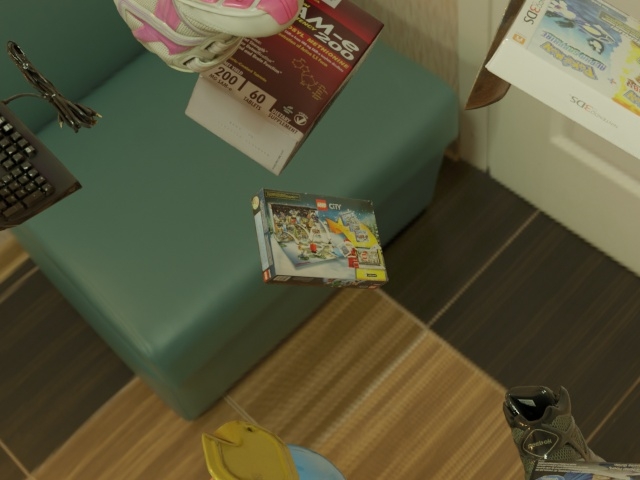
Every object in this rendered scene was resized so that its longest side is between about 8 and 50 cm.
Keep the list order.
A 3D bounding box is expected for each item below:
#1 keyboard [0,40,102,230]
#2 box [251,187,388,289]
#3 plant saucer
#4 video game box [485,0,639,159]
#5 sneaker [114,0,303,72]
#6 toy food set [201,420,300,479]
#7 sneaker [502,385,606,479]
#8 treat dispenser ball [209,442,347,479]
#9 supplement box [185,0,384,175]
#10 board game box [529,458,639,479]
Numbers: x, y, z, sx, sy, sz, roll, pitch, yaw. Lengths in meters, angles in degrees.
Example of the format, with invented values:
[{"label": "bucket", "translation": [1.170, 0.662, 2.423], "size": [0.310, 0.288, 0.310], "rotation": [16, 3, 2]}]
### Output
[{"label": "keyboard", "translation": [-0.394, -0.158, 1.099], "size": [0.317, 0.033, 0.201], "rotation": [43, 58, 16]}, {"label": "box", "translation": [0.000, 0.000, 1.615], "size": [0.233, 0.044, 0.159], "rotation": [5, 63, -33]}, {"label": "plant saucer", "translation": [0.272, -0.308, 1.229], "size": [0.050, 0.311, 0.311], "rotation": [25, 65, 6]}, {"label": "video game box", "translation": [0.290, -0.185, 0.970], "size": [0.205, 0.048, 0.187], "rotation": [31, 47, 2]}, {"label": "sneaker", "translation": [-0.094, -0.200, 0.793], "size": [0.103, 0.111, 0.252], "rotation": [-40, 38, -19]}, {"label": "toy food set", "translation": [-0.098, 0.324, 1.233], "size": [0.128, 0.071, 0.218], "rotation": [13, 18, -18]}, {"label": "sneaker", "translation": [0.286, 0.238, 1.120], "size": [0.087, 0.227, 0.130], "rotation": [-20, 69, 22]}, {"label": "treat dispenser ball", "translation": [-0.073, 0.495, 1.600], "size": [0.288, 0.288, 0.288], "rotation": [-4, 59, 7]}, {"label": "supplement box", "translation": [-0.035, -0.200, 1.073], "size": [0.130, 0.073, 0.239], "rotation": [33, 52, -1]}, {"label": "board game box", "translation": [0.165, 0.207, 0.503], "size": [0.194, 0.060, 0.194], "rotation": [-11, 25, 48]}]
